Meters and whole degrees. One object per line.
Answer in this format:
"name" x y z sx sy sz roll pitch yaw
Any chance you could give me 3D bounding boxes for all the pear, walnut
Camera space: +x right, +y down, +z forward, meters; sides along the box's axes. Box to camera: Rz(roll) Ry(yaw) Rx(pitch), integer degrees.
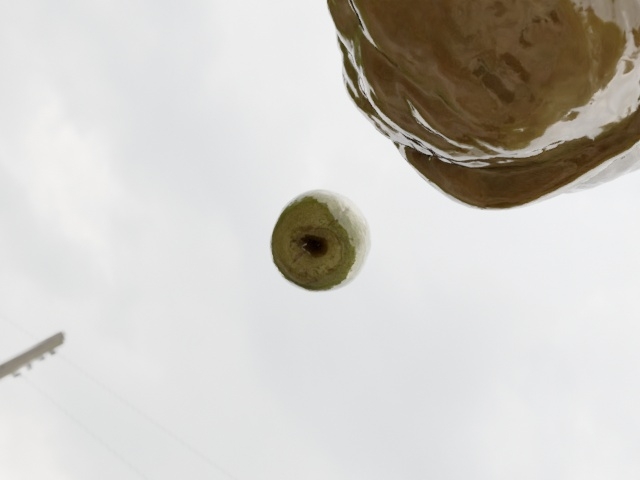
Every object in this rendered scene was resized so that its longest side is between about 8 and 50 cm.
"pear" 0.000 0.000 1.417 0.167 0.136 0.167 3 -79 17
"walnut" 0.148 -0.162 0.655 0.285 0.296 0.285 -12 -108 41
